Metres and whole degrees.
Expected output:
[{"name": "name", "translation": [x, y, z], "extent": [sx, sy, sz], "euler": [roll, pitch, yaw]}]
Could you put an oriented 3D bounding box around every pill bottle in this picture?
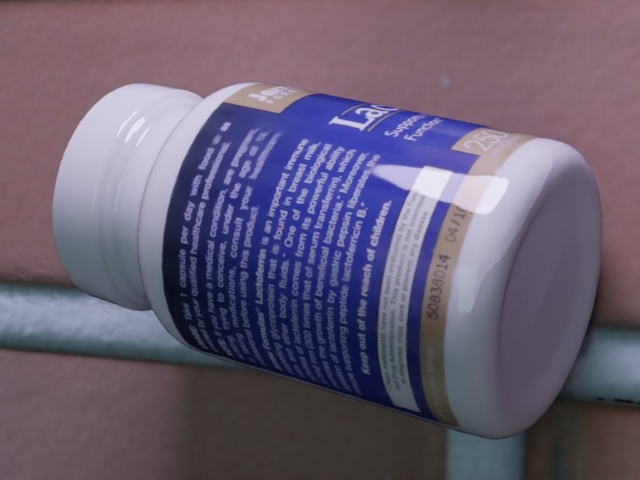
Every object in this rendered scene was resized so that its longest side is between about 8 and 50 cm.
[{"name": "pill bottle", "translation": [0.000, 0.000, 0.887], "extent": [0.265, 0.153, 0.153], "euler": [14, 98, 28]}]
